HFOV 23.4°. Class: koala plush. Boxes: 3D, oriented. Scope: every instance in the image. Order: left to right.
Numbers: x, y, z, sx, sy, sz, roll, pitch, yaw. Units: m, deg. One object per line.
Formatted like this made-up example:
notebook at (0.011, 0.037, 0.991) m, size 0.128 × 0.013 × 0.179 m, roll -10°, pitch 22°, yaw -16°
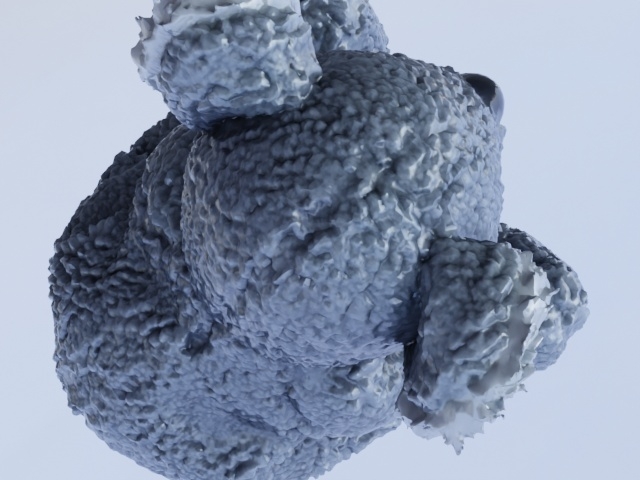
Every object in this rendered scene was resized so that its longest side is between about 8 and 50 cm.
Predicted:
koala plush at (0.000, 0.000, 0.554) m, size 0.203 × 0.196 × 0.221 m, roll -36°, pitch 180°, yaw -15°
